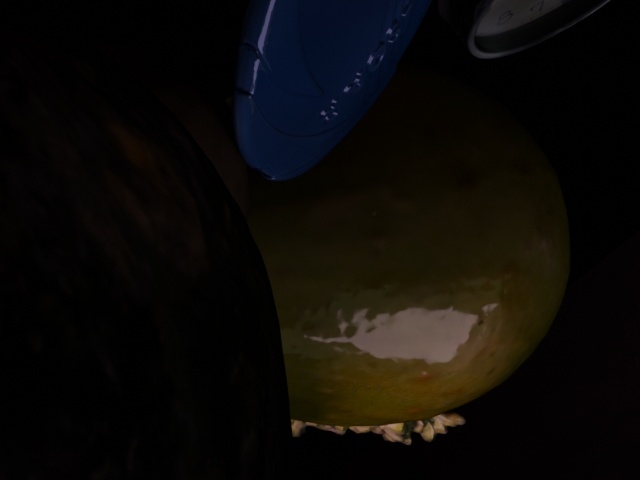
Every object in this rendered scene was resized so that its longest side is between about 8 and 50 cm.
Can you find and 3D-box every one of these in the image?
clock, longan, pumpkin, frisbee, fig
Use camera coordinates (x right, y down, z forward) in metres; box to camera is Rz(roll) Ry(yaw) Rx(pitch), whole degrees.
[{"bbox_3d":[0.187,-0.216,1.075,0.226,0.049,0.226,-32,167,-8],"label":"clock"},{"bbox_3d":[-0.121,-0.021,0.792,0.167,0.167,0.187,-14,146,-54],"label":"longan"},{"bbox_3d":[-0.229,0.079,0.524,0.454,0.344,0.454,-25,-179,0],"label":"pumpkin"},{"bbox_3d":[0.031,-0.137,0.776,0.242,0.045,0.242,-57,163,-28],"label":"frisbee"},{"bbox_3d":[0.000,0.000,1.001,0.326,0.258,0.258,-1,150,-32],"label":"fig"}]

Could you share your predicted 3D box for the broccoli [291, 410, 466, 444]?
[{"bbox_3d":[0.047,0.051,1.282,0.288,0.248,0.245,-35,162,-18],"label":"broccoli"}]
